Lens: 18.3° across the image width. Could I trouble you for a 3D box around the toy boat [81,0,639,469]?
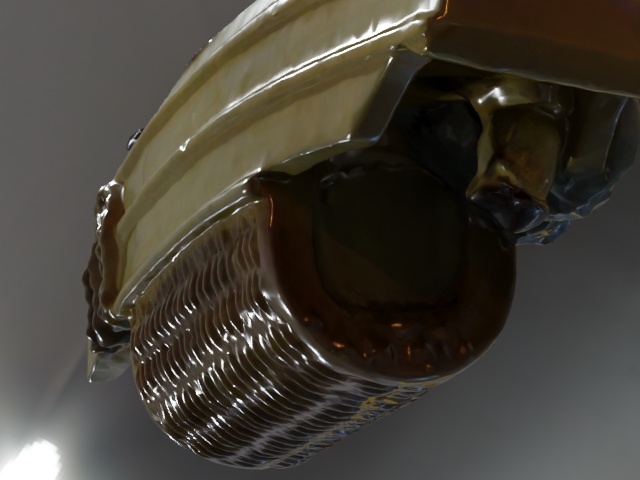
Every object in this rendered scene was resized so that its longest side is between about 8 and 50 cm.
[{"bbox_3d":[0.000,0.000,0.577,0.310,0.089,0.115,148,129,-63],"label":"toy boat"}]
